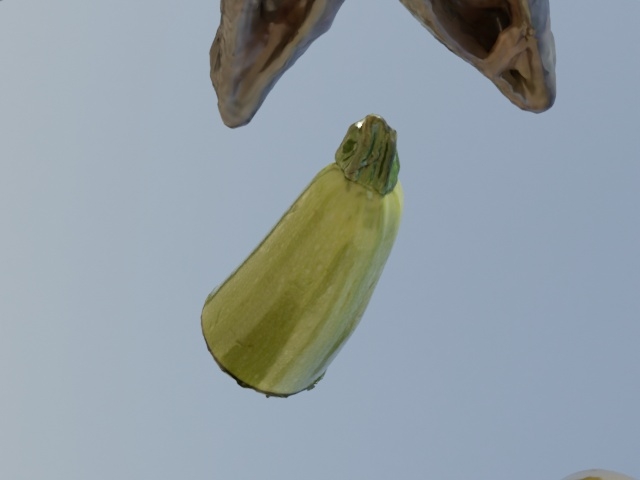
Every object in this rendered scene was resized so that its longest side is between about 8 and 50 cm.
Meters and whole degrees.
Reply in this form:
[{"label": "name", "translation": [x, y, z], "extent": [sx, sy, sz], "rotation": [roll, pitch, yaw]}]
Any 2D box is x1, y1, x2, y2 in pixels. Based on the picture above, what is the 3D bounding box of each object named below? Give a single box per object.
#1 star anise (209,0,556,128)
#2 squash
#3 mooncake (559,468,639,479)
[{"label": "star anise", "translation": [0.012, -0.146, 0.473], "extent": [0.109, 0.236, 0.223], "rotation": [-90, 175, -51]}, {"label": "squash", "translation": [0.000, 0.000, 1.008], "extent": [0.094, 0.094, 0.224], "rotation": [67, -33, 30]}, {"label": "mooncake", "translation": [0.272, 0.354, 1.607], "extent": [0.234, 0.117, 0.235], "rotation": [2, -85, 26]}]
